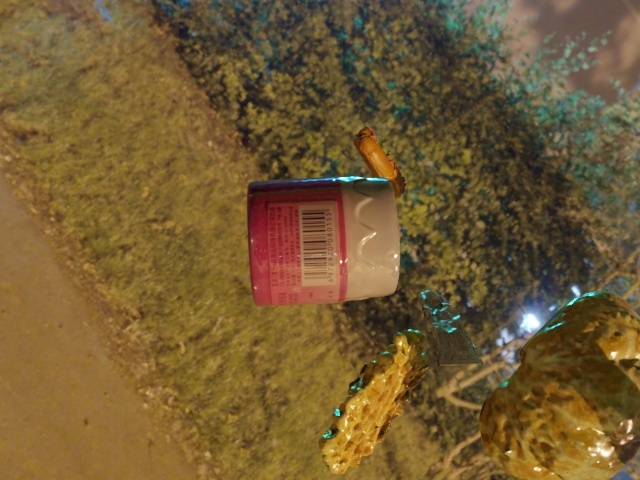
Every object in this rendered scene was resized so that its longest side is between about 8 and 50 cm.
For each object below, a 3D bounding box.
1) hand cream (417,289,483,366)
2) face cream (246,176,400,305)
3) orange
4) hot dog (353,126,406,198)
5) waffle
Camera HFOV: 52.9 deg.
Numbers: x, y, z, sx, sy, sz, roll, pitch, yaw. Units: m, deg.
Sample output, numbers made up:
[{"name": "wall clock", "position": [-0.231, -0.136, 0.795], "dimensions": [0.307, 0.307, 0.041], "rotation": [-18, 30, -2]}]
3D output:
[{"name": "hand cream", "position": [0.243, 0.166, 1.282], "dimensions": [0.257, 0.084, 0.050], "rotation": [-105, -165, -65]}, {"name": "face cream", "position": [0.000, 0.000, 0.885], "dimensions": [0.175, 0.195, 0.175], "rotation": [178, -90, -87]}, {"name": "orange", "position": [0.438, 0.274, 1.086], "dimensions": [0.271, 0.368, 0.210], "rotation": [19, 17, -30]}, {"name": "hot dog", "position": [0.126, -0.154, 1.311], "dimensions": [0.188, 0.055, 0.072], "rotation": [51, 5, -38]}, {"name": "waffle", "position": [0.109, 0.309, 1.233], "dimensions": [0.060, 0.312, 0.307], "rotation": [35, -5, 27]}]
